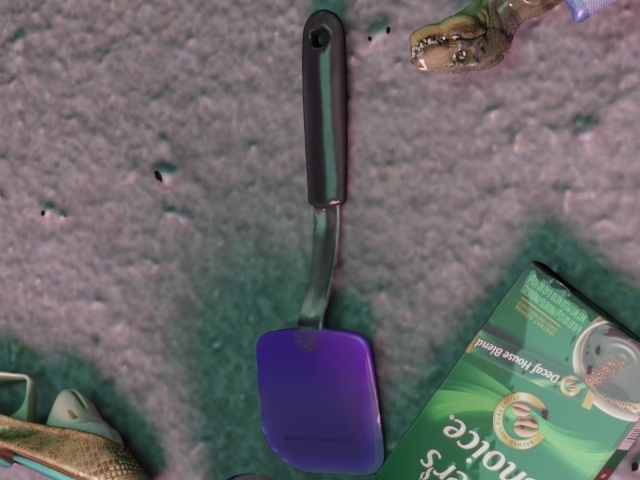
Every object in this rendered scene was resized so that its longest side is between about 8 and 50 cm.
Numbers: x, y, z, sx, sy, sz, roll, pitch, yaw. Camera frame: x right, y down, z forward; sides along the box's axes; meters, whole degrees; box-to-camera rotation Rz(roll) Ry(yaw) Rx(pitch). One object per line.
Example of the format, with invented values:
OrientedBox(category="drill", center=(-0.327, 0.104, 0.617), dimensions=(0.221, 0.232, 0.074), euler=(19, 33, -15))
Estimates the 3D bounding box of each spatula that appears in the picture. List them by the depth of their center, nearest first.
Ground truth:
OrientedBox(category="spatula", center=(0.000, 0.000, 1.124), dimensions=(0.084, 0.030, 0.296), euler=(-2, 84, 24))

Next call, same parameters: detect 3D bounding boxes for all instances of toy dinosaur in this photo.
OrientedBox(category="toy dinosaur", center=(0.145, -0.212, 1.077), dimensions=(0.268, 0.064, 0.118), euler=(-40, 75, 9))

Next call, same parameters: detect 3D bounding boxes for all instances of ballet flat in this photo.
OrientedBox(category="ballet flat", center=(-0.191, 0.125, 1.171), dimensions=(0.206, 0.073, 0.067), euler=(13, 75, 19))

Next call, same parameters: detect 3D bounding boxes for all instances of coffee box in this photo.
OrientedBox(category="coffee box", center=(0.119, 0.119, 1.058), dimensions=(0.113, 0.040, 0.184), euler=(40, 99, 21))

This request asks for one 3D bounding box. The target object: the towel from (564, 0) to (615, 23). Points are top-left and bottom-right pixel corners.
OrientedBox(category="towel", center=(0.217, -0.276, 1.025), dimensions=(0.285, 0.034, 0.209), euler=(-31, 74, -1))

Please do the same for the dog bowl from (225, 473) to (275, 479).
OrientedBox(category="dog bowl", center=(-0.016, 0.265, 0.976), dimensions=(0.104, 0.265, 0.265), euler=(-36, 73, 12))
